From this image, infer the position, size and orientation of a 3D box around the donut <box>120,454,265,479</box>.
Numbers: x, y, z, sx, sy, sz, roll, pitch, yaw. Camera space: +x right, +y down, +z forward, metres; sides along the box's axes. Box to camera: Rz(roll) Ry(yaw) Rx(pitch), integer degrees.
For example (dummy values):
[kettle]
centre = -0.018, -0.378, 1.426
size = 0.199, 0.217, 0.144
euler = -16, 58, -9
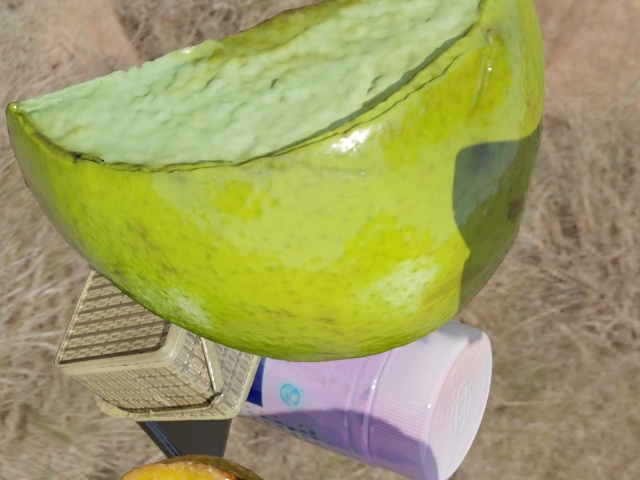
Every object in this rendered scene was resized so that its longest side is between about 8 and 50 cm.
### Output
[donut]
centre = -0.114, 0.315, 1.225
size = 0.253, 0.118, 0.254
euler = 1, 103, 2

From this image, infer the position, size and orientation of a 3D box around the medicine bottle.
[medicine bottle]
centre = 0.016, 0.117, 1.233
size = 0.152, 0.254, 0.152
euler = -39, 137, -49

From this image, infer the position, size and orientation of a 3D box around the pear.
[pear]
centre = 0.004, 0.001, 0.722
size = 0.288, 0.139, 0.239
euler = -19, 136, -2

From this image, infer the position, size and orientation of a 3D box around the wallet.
[wallet]
centre = -0.178, 0.184, 1.590
size = 0.250, 0.044, 0.149
euler = 58, 33, -44

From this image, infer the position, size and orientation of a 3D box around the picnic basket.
[picnic basket]
centre = -0.094, 0.037, 0.891
size = 0.079, 0.115, 0.164
euler = 44, 50, -38
